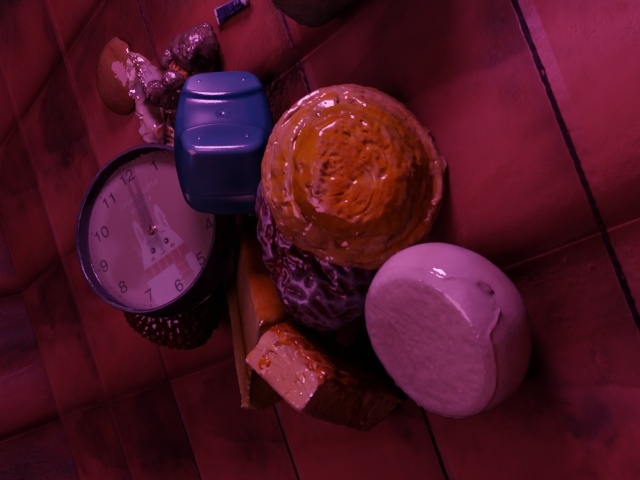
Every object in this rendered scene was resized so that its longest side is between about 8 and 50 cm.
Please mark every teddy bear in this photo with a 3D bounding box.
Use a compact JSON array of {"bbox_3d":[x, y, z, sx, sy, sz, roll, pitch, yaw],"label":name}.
[{"bbox_3d":[-0.286,-0.384,1.806,0.140,0.177,0.190,24,136,-9],"label":"teddy bear"}]

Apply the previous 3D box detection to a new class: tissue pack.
[{"bbox_3d":[-0.188,-0.182,1.634,0.287,0.198,0.206,-101,11,-47],"label":"tissue pack"}]

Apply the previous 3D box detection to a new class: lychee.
[{"bbox_3d":[-0.341,0.129,1.933,0.267,0.267,0.267,20,117,47],"label":"lychee"}]

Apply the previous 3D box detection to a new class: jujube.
[{"bbox_3d":[0.000,0.000,1.499,0.226,0.226,0.317,-19,91,52],"label":"jujube"}]

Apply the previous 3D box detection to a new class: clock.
[{"bbox_3d":[-0.364,-0.022,1.790,0.386,0.076,0.386,-3,82,24],"label":"clock"}]

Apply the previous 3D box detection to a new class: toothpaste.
[{"bbox_3d":[-0.183,-0.488,1.725,0.140,0.021,0.037,-7,97,54],"label":"toothpaste"}]

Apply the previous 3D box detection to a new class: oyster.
[{"bbox_3d":[-0.374,-0.314,1.952,0.341,0.110,0.166,41,126,40],"label":"oyster"}]

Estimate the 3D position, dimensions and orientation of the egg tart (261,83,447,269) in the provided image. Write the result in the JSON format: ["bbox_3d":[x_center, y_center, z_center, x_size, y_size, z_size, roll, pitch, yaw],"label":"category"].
[{"bbox_3d":[0.056,-0.106,1.337,0.128,0.319,0.319,137,117,-87],"label":"egg tart"}]

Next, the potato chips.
[{"bbox_3d":[-0.547,-0.426,2.169,0.208,0.062,0.195,-31,79,49],"label":"potato chips"}]

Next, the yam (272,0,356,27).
[{"bbox_3d":[0.033,-0.479,1.349,0.304,0.168,0.168,-26,81,54],"label":"yam"}]

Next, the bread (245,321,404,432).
[{"bbox_3d":[0.011,0.252,1.521,0.185,0.274,0.114,37,95,39],"label":"bread"}]

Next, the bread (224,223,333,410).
[{"bbox_3d":[-0.157,0.140,1.732,0.361,0.245,0.233,34,128,36],"label":"bread"}]

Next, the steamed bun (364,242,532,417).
[{"bbox_3d":[0.213,0.130,1.304,0.283,0.177,0.283,28,130,38],"label":"steamed bun"}]
